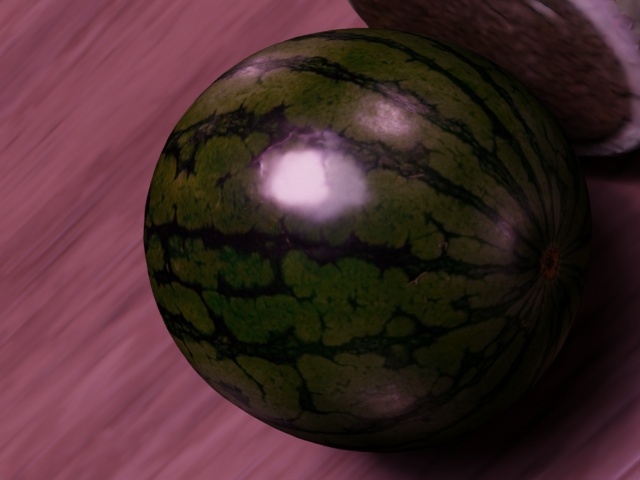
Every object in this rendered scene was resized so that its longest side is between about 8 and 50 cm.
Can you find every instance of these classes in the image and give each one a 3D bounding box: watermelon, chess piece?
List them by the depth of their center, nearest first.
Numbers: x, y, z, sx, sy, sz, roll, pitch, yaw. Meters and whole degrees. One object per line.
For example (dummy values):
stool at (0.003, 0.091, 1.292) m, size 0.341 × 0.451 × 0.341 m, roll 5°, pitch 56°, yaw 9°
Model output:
watermelon at (0.000, 0.000, 0.644) m, size 0.187 × 0.141 × 0.140 m, roll 0°, pitch 65°, yaw 41°
chess piece at (0.124, -0.172, 0.675) m, size 0.139 × 0.139 × 0.271 m, roll 15°, pitch 64°, yaw 40°
